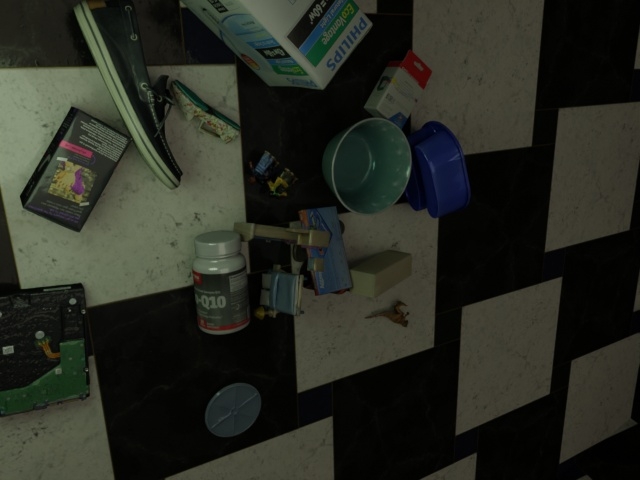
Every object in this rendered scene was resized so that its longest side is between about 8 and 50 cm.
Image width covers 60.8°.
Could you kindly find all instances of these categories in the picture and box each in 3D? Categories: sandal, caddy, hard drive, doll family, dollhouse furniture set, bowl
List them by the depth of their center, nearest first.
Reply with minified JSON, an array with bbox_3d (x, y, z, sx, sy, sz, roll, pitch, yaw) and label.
[{"bbox_3d":[-0.759,0.292,1.479,0.237,0.064,0.338,-6,106,-29],"label":"hard drive"},{"bbox_3d":[-0.142,0.108,1.660,0.198,0.286,0.303,6,89,-32],"label":"dollhouse furniture set"},{"bbox_3d":[-0.153,-0.191,1.698,0.193,0.076,0.111,39,87,-28],"label":"doll family"},{"bbox_3d":[0.129,-0.250,1.792,0.312,0.163,0.311,-9,109,-28],"label":"bowl"},{"bbox_3d":[0.000,0.000,1.848,0.219,0.060,0.090,-27,116,-22],"label":"sandal"},{"bbox_3d":[0.407,-0.244,1.915,0.179,0.241,0.341,-27,117,-17],"label":"caddy"}]

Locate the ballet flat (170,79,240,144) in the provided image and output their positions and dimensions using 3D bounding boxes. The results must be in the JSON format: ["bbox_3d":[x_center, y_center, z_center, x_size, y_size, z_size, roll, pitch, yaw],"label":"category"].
[{"bbox_3d":[-0.333,-0.350,1.539,0.241,0.091,0.077,34,108,-30],"label":"ballet flat"}]

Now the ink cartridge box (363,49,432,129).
[{"bbox_3d":[0.265,-0.510,1.847,0.134,0.078,0.231,31,87,-34],"label":"ink cartridge box"}]

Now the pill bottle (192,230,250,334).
[{"bbox_3d":[-0.301,0.124,1.644,0.161,0.161,0.283,-12,109,-28],"label":"pill bottle"}]

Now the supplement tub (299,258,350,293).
[{"bbox_3d":[0.032,0.129,1.877,0.198,0.106,0.106,14,96,-33],"label":"supplement tub"}]

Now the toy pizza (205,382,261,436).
[{"bbox_3d":[-0.297,0.572,1.854,0.201,0.032,0.201,-10,110,-28],"label":"toy pizza"}]

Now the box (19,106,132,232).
[{"bbox_3d":[-0.614,-0.180,1.366,0.143,0.165,0.270,31,88,-33],"label":"box"}]

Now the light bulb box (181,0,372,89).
[{"bbox_3d":[-0.125,-0.599,1.423,0.361,0.358,0.225,39,85,-32],"label":"light bulb box"}]

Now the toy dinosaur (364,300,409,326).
[{"bbox_3d":[0.284,0.287,2.100,0.212,0.064,0.112,24,93,-33],"label":"toy dinosaur"}]

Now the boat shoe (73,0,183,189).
[{"bbox_3d":[-0.452,-0.370,1.402,0.156,0.187,0.500,-25,110,-16],"label":"boat shoe"}]

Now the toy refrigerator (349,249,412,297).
[{"bbox_3d":[0.216,0.117,1.927,0.270,0.102,0.094,-23,117,-51],"label":"toy refrigerator"}]

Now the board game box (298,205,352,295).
[{"bbox_3d":[0.017,0.032,1.802,0.145,0.027,0.281,-9,87,-38],"label":"board game box"}]
